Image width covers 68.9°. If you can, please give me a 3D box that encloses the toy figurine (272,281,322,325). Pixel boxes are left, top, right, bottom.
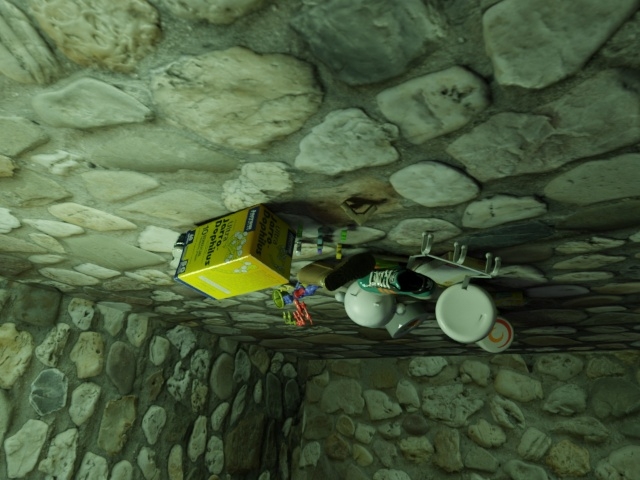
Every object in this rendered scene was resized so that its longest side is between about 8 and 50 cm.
[{"bbox_3d":[-0.055,0.234,2.034,0.217,0.191,0.362,-31,-179,-23],"label":"toy figurine"}]

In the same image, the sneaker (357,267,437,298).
[{"bbox_3d":[0.261,0.140,1.677,0.302,0.108,0.121,3,160,29],"label":"sneaker"}]

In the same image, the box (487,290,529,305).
[{"bbox_3d":[0.837,0.261,2.090,0.179,0.043,0.105,-3,156,24],"label":"box"}]

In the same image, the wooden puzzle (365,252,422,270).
[{"bbox_3d":[0.265,0.114,1.853,0.220,0.044,0.239,7,158,-6],"label":"wooden puzzle"}]

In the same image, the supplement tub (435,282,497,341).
[{"bbox_3d":[0.619,0.314,1.977,0.235,0.236,0.325,-3,166,18],"label":"supplement tub"}]

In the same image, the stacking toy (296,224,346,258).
[{"bbox_3d":[0.000,0.000,1.636,0.166,0.052,0.221,4,156,-2],"label":"stacking toy"}]

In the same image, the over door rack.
[{"bbox_3d":[0.436,0.064,1.567,0.239,0.108,0.324,19,167,5],"label":"over door rack"}]

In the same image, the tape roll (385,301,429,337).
[{"bbox_3d":[0.429,0.396,2.318,0.219,0.072,0.219,-25,152,-14],"label":"tape roll"}]

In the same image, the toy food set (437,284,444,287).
[{"bbox_3d":[0.414,0.198,1.966,0.132,0.039,0.192,15,170,-29],"label":"toy food set"}]

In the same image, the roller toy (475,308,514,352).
[{"bbox_3d":[0.851,0.456,2.333,0.191,0.209,0.146,40,179,-2],"label":"roller toy"}]

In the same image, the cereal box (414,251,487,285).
[{"bbox_3d":[0.496,0.114,1.799,0.173,0.047,0.240,14,155,-19],"label":"cereal box"}]

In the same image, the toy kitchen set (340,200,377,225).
[{"bbox_3d":[0.113,-0.102,1.394,0.083,0.075,0.068,44,-170,-9],"label":"toy kitchen set"}]

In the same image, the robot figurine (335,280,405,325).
[{"bbox_3d":[0.215,0.268,1.990,0.299,0.200,0.353,7,170,16],"label":"robot figurine"}]

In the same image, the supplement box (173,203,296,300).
[{"bbox_3d":[-0.283,0.049,1.560,0.356,0.194,0.195,-17,142,32],"label":"supplement box"}]

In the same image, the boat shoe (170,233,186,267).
[{"bbox_3d":[-0.540,0.052,1.830,0.095,0.079,0.254,10,155,-7],"label":"boat shoe"}]

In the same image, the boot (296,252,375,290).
[{"bbox_3d":[0.052,0.106,1.789,0.236,0.089,0.269,-22,-170,-20],"label":"boot"}]
